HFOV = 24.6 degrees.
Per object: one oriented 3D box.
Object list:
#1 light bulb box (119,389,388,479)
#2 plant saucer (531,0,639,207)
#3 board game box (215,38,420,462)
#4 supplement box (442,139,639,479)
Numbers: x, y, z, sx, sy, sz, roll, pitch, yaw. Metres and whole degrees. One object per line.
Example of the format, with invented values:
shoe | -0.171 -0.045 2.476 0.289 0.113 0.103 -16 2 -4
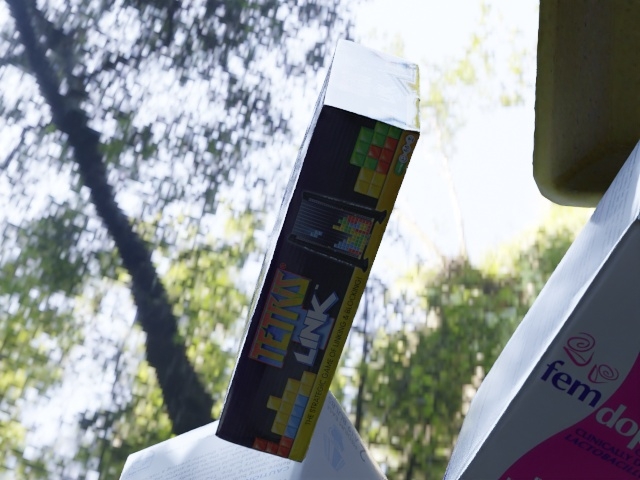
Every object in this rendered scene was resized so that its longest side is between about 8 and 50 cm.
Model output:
light bulb box | -0.031 0.386 1.272 0.225 0.361 0.358 -24 -68 19
plant saucer | 0.296 -0.174 0.860 0.332 0.081 0.333 2 -96 8
board game box | 0.000 0.000 0.716 0.048 0.141 0.170 18 -71 -2
supplement box | 0.158 0.066 0.734 0.111 0.114 0.220 28 -55 2
